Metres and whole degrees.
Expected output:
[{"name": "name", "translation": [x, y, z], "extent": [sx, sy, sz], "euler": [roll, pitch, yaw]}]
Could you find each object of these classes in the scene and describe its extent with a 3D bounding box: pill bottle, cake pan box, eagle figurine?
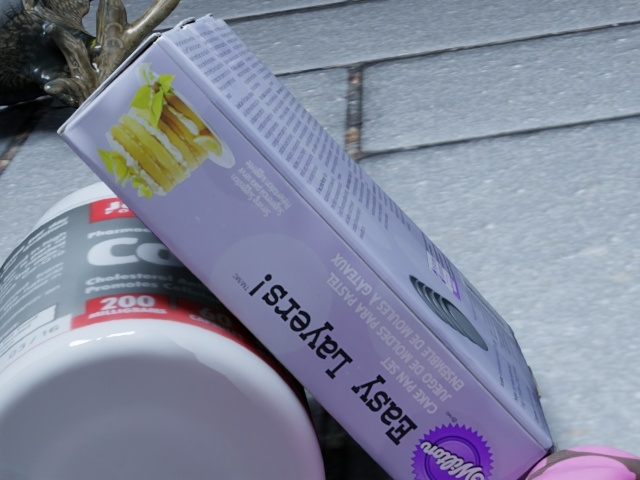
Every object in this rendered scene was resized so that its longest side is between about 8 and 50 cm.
[{"name": "pill bottle", "translation": [-0.091, 0.070, 0.848], "extent": [0.161, 0.161, 0.283], "euler": [-11, 19, -3]}, {"name": "cake pan box", "translation": [0.000, 0.000, 0.840], "extent": [0.070, 0.246, 0.267], "euler": [-41, 7, 8]}, {"name": "eagle figurine", "translation": [-0.262, -0.194, 1.686], "extent": [0.226, 0.225, 0.298], "euler": [-27, 34, -17]}]

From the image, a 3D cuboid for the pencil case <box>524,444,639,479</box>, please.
[{"name": "pencil case", "translation": [0.076, 0.157, 0.628], "extent": [0.209, 0.098, 0.095], "euler": [-36, -13, -52]}]
